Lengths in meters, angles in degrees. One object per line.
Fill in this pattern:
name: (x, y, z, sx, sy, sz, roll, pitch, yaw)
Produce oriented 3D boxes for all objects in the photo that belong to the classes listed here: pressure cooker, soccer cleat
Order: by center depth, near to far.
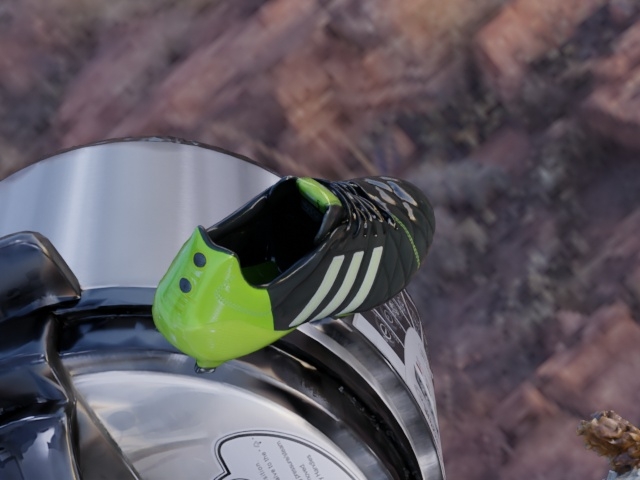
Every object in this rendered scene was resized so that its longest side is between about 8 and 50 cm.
soccer cleat: (0.000, 0.000, 0.823, 0.179, 0.060, 0.072, -27, -29, -48)
pressure cooker: (-0.112, 0.166, 1.214, 0.420, 0.370, 0.375, -96, 28, -67)

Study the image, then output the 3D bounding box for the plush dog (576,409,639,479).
plush dog: (0.216, 0.270, 1.387, 0.225, 0.210, 0.262, -52, 13, -7)
